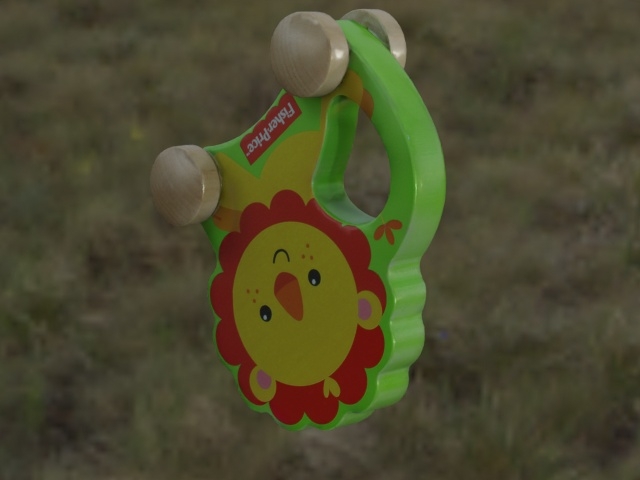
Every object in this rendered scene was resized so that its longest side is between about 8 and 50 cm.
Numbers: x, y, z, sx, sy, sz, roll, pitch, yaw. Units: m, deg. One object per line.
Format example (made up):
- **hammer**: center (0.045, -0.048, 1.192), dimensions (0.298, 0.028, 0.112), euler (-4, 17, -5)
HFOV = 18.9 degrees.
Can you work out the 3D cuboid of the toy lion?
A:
- **toy lion**: center (0.000, 0.000, 0.530), dimensions (0.034, 0.100, 0.096), euler (-9, 62, -46)
